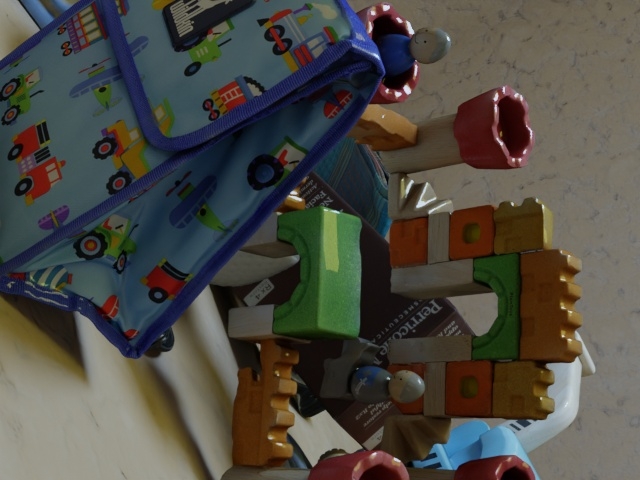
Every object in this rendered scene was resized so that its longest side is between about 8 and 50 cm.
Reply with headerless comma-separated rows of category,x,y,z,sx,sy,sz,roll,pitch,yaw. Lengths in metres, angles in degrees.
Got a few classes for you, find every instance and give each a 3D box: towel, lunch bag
towel,0.000,0.000,1.450,0.040,0.370,0.271,10,33,-28
lunch bag,-0.088,-0.103,0.640,0.138,0.293,0.221,38,19,-44

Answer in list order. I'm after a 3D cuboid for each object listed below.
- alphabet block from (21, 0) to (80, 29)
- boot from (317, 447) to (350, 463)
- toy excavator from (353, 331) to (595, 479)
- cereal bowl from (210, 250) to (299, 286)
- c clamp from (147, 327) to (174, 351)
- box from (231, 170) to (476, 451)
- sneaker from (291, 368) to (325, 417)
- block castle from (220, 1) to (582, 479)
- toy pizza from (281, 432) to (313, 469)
alphabet block,-0.268,-0.354,1.078,0.193,0.192,0.197,61,4,-45
boot,0.050,0.320,1.058,0.158,0.059,0.085,53,6,-19
toy excavator,0.276,0.344,1.439,0.222,0.445,0.433,61,3,-18
cereal bowl,-0.158,-0.091,0.989,0.339,0.141,0.339,61,3,-6
c clamp,-0.172,0.038,0.799,0.161,0.022,0.137,59,-1,-19
box,0.014,0.070,1.187,0.381,0.191,0.143,46,-3,41
sneaker,-0.025,0.184,1.346,0.094,0.081,0.208,58,-1,38
block castle,0.088,0.049,0.843,0.303,0.212,0.453,18,70,-48
toy pizza,-0.010,0.299,0.995,0.201,0.032,0.201,62,0,-1
